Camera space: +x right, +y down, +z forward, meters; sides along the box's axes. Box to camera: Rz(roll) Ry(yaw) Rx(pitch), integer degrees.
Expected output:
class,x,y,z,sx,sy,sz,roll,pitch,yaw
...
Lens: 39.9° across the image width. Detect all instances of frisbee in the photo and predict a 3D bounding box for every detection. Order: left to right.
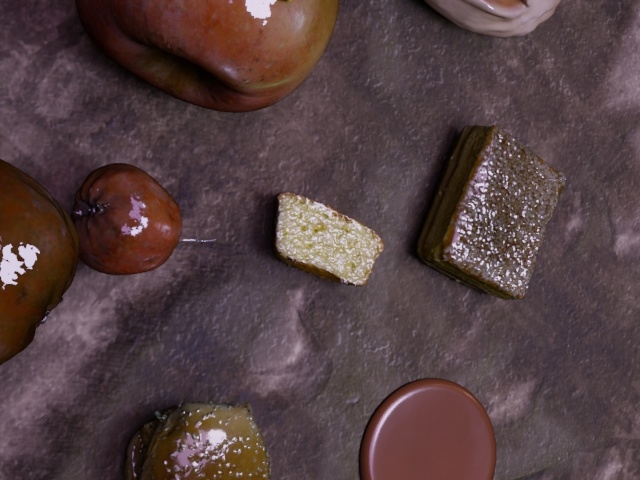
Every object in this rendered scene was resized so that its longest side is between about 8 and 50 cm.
class,x,y,z,sx,sy,sz,roll,pitch,yaw
frisbee,0.176,0.344,1.396,0.251,0.021,0.250,2,86,-23

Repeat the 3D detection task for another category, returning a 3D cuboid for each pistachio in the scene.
class,x,y,z,sx,sy,sz,roll,pitch,yaw
pistachio,0.244,-0.443,1.386,0.318,0.214,0.193,31,118,-12

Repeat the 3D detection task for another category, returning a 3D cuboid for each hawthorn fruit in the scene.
class,x,y,z,sx,sy,sz,roll,pitch,yaw
hawthorn fruit,-0.435,0.006,1.001,0.301,0.268,0.267,34,74,-17
hawthorn fruit,-0.251,-0.013,1.170,0.149,0.149,0.189,-54,138,-17

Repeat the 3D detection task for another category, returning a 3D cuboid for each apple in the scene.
class,x,y,z,sx,sy,sz,roll,pitch,yaw
apple,-0.126,-0.339,1.126,0.338,0.338,0.305,26,77,-21

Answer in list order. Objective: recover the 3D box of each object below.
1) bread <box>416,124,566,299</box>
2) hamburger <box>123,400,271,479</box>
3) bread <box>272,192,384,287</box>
class,x,y,z,sx,sy,sz,roll,pitch,yaw
bread,0.270,-0.044,1.413,0.184,0.110,0.234,28,78,-24
hamburger,-0.161,0.323,1.189,0.189,0.122,0.215,5,87,-26
bread,0.000,0.000,1.311,0.187,0.065,0.103,21,80,-23
